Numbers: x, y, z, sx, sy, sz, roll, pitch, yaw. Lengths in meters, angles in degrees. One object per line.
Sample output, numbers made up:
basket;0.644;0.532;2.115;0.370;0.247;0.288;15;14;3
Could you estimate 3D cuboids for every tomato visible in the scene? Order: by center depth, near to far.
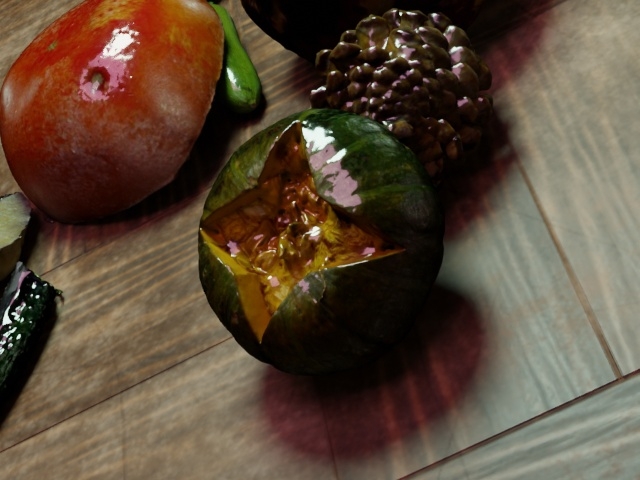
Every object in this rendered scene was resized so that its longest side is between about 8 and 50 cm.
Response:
tomato;-0.275;-0.188;1.495;0.338;0.143;0.338;-24;47;29

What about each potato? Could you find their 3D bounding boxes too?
potato;-0.398;0.017;1.497;0.100;0.089;0.172;21;30;25

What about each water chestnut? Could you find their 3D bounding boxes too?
water chestnut;0.015;-0.344;1.346;0.335;0.346;0.335;2;92;58

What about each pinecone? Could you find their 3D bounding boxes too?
pinecone;0.079;-0.138;1.218;0.195;0.179;0.150;-48;9;-25

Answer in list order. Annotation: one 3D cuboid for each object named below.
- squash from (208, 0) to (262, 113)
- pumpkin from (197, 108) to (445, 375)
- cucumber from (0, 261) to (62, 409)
squash;-0.127;-0.233;1.545;0.069;0.069;0.258;-31;39;5
pumpkin;0.001;0.001;1.113;0.238;0.159;0.238;-9;73;32
cucumber;-0.348;0.131;1.343;0.067;0.067;0.245;-6;49;32
